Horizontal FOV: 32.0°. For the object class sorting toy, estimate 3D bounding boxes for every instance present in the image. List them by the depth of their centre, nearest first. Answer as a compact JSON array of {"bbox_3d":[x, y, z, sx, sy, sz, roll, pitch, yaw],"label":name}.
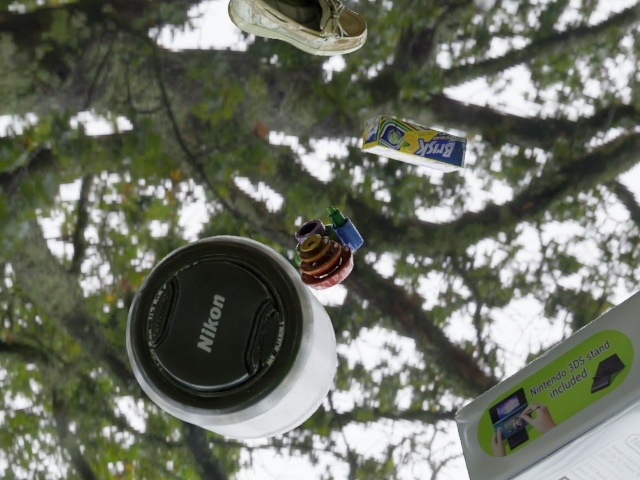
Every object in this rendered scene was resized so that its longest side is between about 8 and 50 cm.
[{"bbox_3d":[0.000,0.000,0.941,0.061,0.042,0.102,-33,-155,3],"label":"sorting toy"}]

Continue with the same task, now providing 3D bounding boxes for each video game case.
[{"bbox_3d":[0.247,0.102,0.566,0.269,0.244,0.061,37,-153,-32],"label":"video game case"}]

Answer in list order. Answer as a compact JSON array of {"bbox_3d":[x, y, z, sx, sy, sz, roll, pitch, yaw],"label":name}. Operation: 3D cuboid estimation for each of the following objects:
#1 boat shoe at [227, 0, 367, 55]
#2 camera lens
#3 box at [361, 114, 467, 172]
[{"bbox_3d":[-0.016,-0.229,1.131,0.153,0.048,0.056,11,-117,-23],"label":"boat shoe"},{"bbox_3d":[-0.099,0.126,1.358,0.219,0.274,0.219,-2,-105,8],"label":"camera lens"},{"bbox_3d":[0.157,-0.158,1.841,0.169,0.059,0.054,12,-99,-24],"label":"box"}]
